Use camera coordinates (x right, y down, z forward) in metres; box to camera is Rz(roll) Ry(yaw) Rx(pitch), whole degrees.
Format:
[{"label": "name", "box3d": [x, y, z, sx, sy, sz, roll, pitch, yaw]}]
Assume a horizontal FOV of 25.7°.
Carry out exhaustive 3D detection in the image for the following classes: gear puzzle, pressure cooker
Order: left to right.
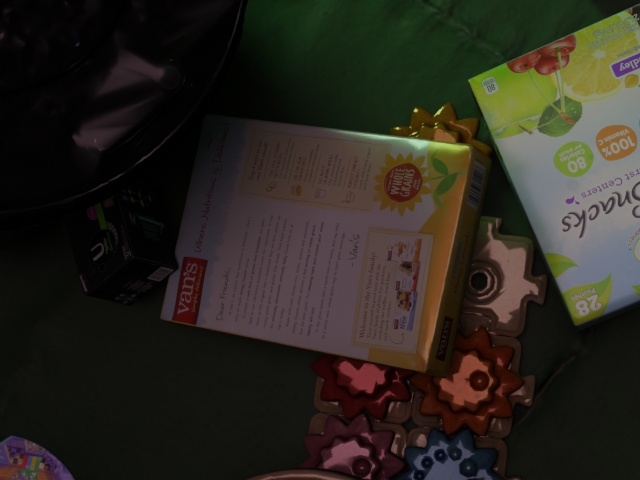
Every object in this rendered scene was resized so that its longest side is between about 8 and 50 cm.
[{"label": "pressure cooker", "box3d": [-0.267, -0.192, 1.017, 0.375, 0.420, 0.370, 36, 84, -20]}, {"label": "gear puzzle", "box3d": [0.084, 0.057, 1.089, 0.175, 0.044, 0.339, 7, 84, 13]}]

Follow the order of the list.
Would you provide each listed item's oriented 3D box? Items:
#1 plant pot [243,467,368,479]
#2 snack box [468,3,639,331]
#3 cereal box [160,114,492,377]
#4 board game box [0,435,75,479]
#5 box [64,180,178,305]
[{"label": "plant pot", "box3d": [-0.002, 0.284, 1.041, 0.237, 0.110, 0.237, -1, 87, 12]}, {"label": "snack box", "box3d": [0.232, -0.059, 1.061, 0.174, 0.070, 0.207, -24, 80, 7]}, {"label": "cereal box", "box3d": [0.000, 0.000, 1.083, 0.240, 0.047, 0.173, 10, 84, 30]}, {"label": "board game box", "box3d": [-0.272, 0.245, 1.144, 0.168, 0.033, 0.133, -33, 77, 6]}, {"label": "box", "box3d": [-0.160, -0.001, 1.123, 0.062, 0.052, 0.083, -37, 58, 27]}]
